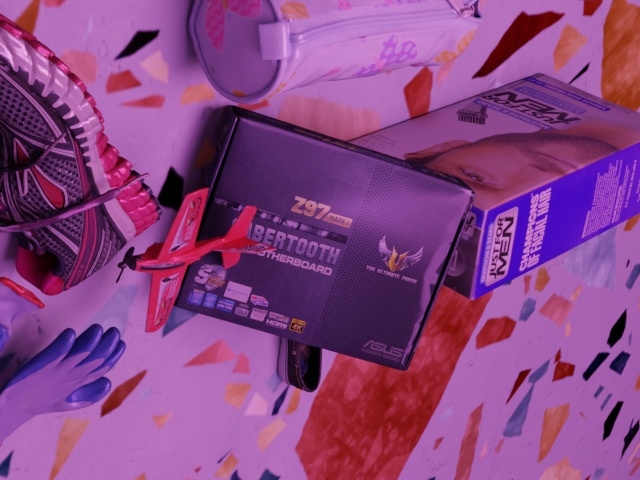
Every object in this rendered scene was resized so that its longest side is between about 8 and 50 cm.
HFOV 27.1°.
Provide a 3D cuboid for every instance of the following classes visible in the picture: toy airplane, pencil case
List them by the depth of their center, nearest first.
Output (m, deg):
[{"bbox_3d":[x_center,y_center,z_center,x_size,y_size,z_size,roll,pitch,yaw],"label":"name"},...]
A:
[{"bbox_3d":[-0.103,0.008,1.101,0.151,0.028,0.151,-26,142,-22],"label":"toy airplane"},{"bbox_3d":[0.019,-0.190,1.146,0.273,0.124,0.114,-17,127,-43],"label":"pencil case"}]

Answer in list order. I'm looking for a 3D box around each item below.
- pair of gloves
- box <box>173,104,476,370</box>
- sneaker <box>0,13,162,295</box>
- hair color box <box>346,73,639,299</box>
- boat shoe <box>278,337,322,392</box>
[{"bbox_3d":[-0.250,0.106,1.059,0.159,0.023,0.198,-38,142,11],"label":"pair of gloves"},{"bbox_3d":[0.000,0.000,1.199,0.232,0.059,0.183,17,103,-14],"label":"box"},{"bbox_3d":[-0.213,-0.064,0.950,0.112,0.121,0.299,-46,143,-14],"label":"sneaker"},{"bbox_3d":[0.199,-0.069,1.398,0.338,0.185,0.110,-25,131,-40],"label":"hair color box"},{"bbox_3d":[-0.016,0.094,1.370,0.049,0.040,0.142,-28,134,-37],"label":"boat shoe"}]
